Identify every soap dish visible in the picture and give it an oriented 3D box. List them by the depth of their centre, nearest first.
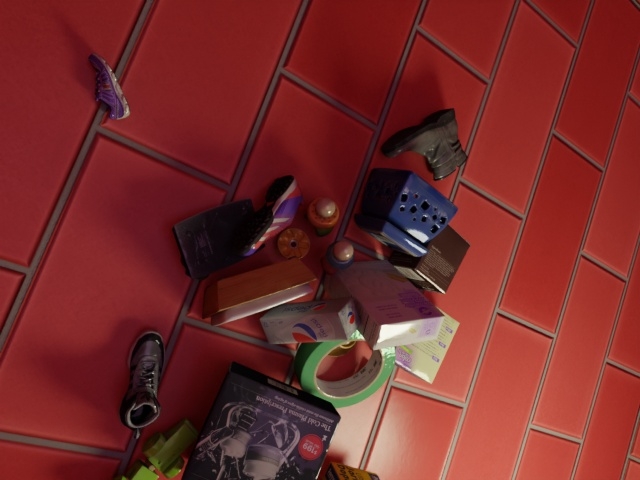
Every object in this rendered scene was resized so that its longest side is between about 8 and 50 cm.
[{"bbox_3d":[-0.185,0.145,1.431,0.290,0.229,0.118,-16,84,-26],"label":"soap dish"}]

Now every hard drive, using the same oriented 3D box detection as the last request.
[{"bbox_3d":[-0.289,-0.010,1.430,0.254,0.054,0.172,-26,105,-37],"label":"hard drive"}]

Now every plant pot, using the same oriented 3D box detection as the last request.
[{"bbox_3d":[0.263,-0.087,1.649,0.235,0.236,0.212,31,86,-26],"label":"plant pot"}]

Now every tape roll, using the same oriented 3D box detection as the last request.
[{"bbox_3d":[0.079,0.385,1.591,0.320,0.077,0.322,-9,121,-16],"label":"tape roll"}]

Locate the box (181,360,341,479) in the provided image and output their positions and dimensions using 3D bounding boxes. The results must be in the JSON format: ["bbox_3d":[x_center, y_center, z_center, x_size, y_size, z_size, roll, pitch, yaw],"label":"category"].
[{"bbox_3d":[-0.163,0.564,1.423,0.342,0.179,0.313,23,83,-5],"label":"box"}]

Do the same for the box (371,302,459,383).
[{"bbox_3d":[0.337,0.340,1.773,0.213,0.117,0.243,34,77,-26],"label":"box"}]

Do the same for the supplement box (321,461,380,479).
[{"bbox_3d":[0.065,0.925,1.577,0.195,0.194,0.357,24,92,-20],"label":"supplement box"}]

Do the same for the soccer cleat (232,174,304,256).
[{"bbox_3d":[-0.139,-0.054,1.464,0.117,0.108,0.318,58,45,-33],"label":"soccer cleat"}]

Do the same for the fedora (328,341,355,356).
[{"bbox_3d":[0.063,0.296,1.645,0.194,0.079,0.195,-2,93,-28],"label":"fedora"}]

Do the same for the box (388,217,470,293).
[{"bbox_3d":[0.373,0.050,1.744,0.167,0.168,0.203,37,77,-25],"label":"box"}]

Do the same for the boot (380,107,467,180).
[{"bbox_3d":[0.381,-0.304,1.763,0.338,0.118,0.223,-29,111,-19],"label":"boot"}]

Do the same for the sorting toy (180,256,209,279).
[{"bbox_3d":[-0.356,0.077,1.428,0.102,0.042,0.061,46,73,-23],"label":"sorting toy"}]

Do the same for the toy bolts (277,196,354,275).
[{"bbox_3d":[0.000,0.000,1.505,0.218,0.158,0.229,-35,82,-16],"label":"toy bolts"}]

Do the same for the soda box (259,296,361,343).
[{"bbox_3d":[-0.033,0.237,1.471,0.098,0.286,0.091,-39,114,-54],"label":"soda box"}]

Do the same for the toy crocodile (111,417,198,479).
[{"bbox_3d":[-0.480,0.633,1.373,0.340,0.105,0.115,-47,112,-23],"label":"toy crocodile"}]

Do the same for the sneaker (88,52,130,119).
[{"bbox_3d":[-0.551,-0.392,1.283,0.071,0.068,0.170,-26,106,-18],"label":"sneaker"}]

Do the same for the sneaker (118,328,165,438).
[{"bbox_3d":[-0.460,0.379,1.328,0.101,0.153,0.269,13,87,-28],"label":"sneaker"}]

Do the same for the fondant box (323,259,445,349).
[{"bbox_3d":[0.188,0.186,1.562,0.238,0.330,0.096,-3,121,-28],"label":"fondant box"}]
